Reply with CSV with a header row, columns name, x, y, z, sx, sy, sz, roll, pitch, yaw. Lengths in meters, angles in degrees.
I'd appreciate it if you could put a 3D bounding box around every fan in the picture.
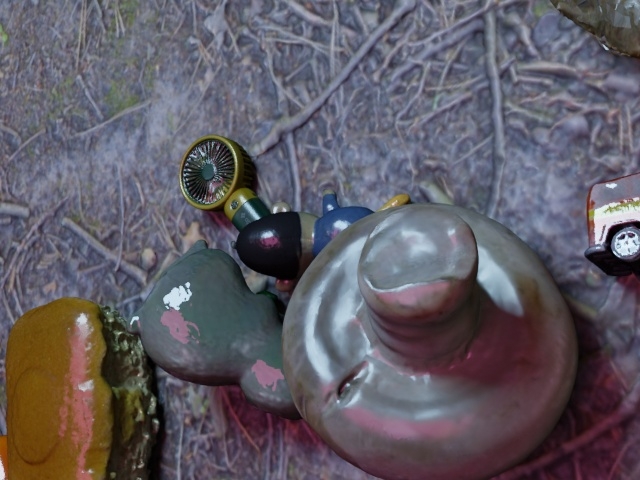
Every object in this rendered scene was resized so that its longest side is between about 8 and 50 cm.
name,x,y,z,sx,sy,sz,roll,pitch,yaw
fan,-0.090,-0.045,0.944,0.082,0.039,0.155,-47,62,17

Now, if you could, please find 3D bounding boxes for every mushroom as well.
name,x,y,z,sx,sy,sz,roll,pitch,yaw
mushroom,0.077,0.066,0.697,0.243,0.243,0.244,-6,79,32

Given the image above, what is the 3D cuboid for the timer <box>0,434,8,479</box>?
name,x,y,z,sx,sy,sz,roll,pitch,yaw
timer,-0.386,0.281,1.051,0.136,0.099,0.136,-12,63,25

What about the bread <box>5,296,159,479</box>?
name,x,y,z,sx,sy,sz,roll,pitch,yaw
bread,-0.268,0.186,0.973,0.174,0.121,0.246,-12,78,30

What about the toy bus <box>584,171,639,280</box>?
name,x,y,z,sx,sy,sz,roll,pitch,yaw
toy bus,0.292,-0.021,0.673,0.174,0.079,0.077,-13,66,30

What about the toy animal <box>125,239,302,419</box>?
name,x,y,z,sx,sy,sz,roll,pitch,yaw
toy animal,-0.055,0.117,0.853,0.251,0.125,0.127,34,80,19

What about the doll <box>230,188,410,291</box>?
name,x,y,z,sx,sy,sz,roll,pitch,yaw
doll,0.000,0.000,0.858,0.179,0.089,0.102,-4,80,9

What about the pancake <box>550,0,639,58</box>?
name,x,y,z,sx,sy,sz,roll,pitch,yaw
pancake,0.291,-0.326,0.652,0.387,0.082,0.387,9,101,56
